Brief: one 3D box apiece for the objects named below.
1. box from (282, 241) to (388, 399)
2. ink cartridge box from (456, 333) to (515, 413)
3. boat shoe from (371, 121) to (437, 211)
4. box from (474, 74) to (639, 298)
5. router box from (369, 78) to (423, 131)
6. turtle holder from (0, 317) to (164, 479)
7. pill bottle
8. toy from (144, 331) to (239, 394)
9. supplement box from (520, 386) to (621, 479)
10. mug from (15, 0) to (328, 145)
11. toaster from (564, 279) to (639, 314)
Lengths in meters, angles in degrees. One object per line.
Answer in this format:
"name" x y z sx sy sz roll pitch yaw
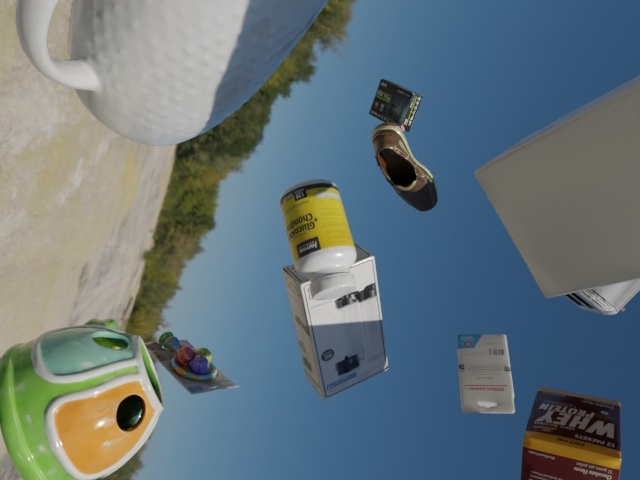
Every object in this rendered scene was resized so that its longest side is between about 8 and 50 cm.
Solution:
"box" 0.036 0.166 1.122 0.087 0.169 0.289 37 -38 56
"ink cartridge box" 0.341 0.287 1.128 0.060 0.104 0.180 74 19 -45
"boat shoe" 0.188 -0.141 1.221 0.095 0.257 0.095 -24 -141 27
"box" 0.362 -0.093 0.505 0.168 0.215 0.345 60 -32 -1
"router box" 0.181 -0.329 1.318 0.122 0.038 0.092 41 -59 42
"turtle holder" -0.380 0.253 0.877 0.320 0.228 0.243 148 -81 -76
"pill bottle" 0.000 0.000 0.892 0.103 0.103 0.184 -47 -127 58
"toy" -0.311 0.279 1.298 0.237 0.137 0.056 23 -79 40
"supplement box" 0.397 0.368 0.861 0.194 0.129 0.191 -18 110 -60
"mug" -0.204 -0.289 0.691 0.328 0.276 0.374 -45 173 28
"toaster" 0.533 0.044 1.080 0.146 0.227 0.129 -52 -178 -2
